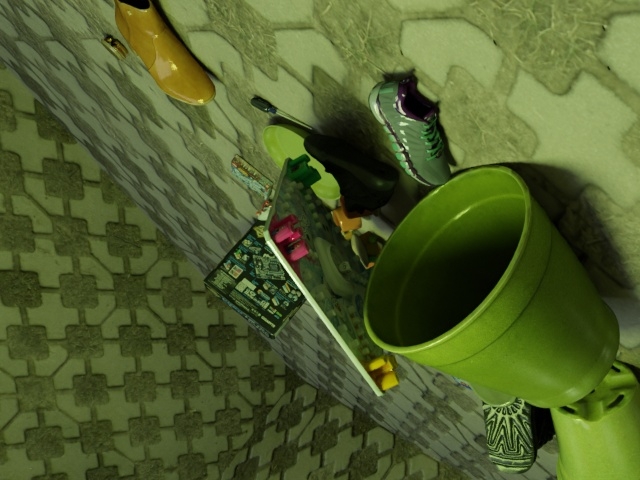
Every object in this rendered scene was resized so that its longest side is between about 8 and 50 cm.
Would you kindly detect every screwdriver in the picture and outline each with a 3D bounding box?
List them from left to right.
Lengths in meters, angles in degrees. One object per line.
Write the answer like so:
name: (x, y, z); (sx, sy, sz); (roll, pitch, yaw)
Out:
screwdriver: (-0.089, -0.284, 1.511); (0.170, 0.024, 0.025); (29, -173, 25)

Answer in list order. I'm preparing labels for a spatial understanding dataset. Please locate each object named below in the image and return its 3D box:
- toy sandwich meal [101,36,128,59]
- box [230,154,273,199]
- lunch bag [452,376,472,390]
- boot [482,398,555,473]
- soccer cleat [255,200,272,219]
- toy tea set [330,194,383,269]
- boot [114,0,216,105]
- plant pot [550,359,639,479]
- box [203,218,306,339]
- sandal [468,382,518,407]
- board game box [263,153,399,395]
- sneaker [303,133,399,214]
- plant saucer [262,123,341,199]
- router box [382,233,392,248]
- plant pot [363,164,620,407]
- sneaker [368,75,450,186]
toy sandwich meal: (-0.568, -0.531, 1.850); (0.085, 0.029, 0.085); (40, 173, 6)
box: (-0.200, -0.182, 1.949); (0.137, 0.027, 0.094); (39, 163, 2)
lunch bag: (0.455, 0.348, 1.795); (0.243, 0.115, 0.303); (48, 161, -29)
boot: (0.452, 0.325, 1.512); (0.131, 0.348, 0.260); (4, -174, 31)
soccer cleat: (-0.134, -0.082, 2.001); (0.076, 0.068, 0.196); (42, 159, -15)
toy tea set: (0.116, -0.024, 1.640); (0.336, 0.124, 0.200); (113, 135, -74)
boot: (-0.366, -0.450, 1.528); (0.295, 0.104, 0.211); (40, 162, 12)
plant pot: (0.610, 0.401, 1.434); (0.276, 0.276, 0.254); (12, 136, 55)
box: (-0.175, 0.119, 2.183); (0.295, 0.293, 0.073); (36, 160, 11)
sandal: (0.311, 0.205, 1.391); (0.120, 0.086, 0.302); (-30, 78, 35)
board game box: (0.038, 0.047, 1.323); (0.390, 0.050, 0.390); (56, -163, -20)
sneaker: (0.051, -0.135, 1.435); (0.227, 0.087, 0.130); (30, 132, 15)
plant saucer: (-0.034, -0.193, 1.591); (0.241, 0.037, 0.241); (36, 161, 14)
router box: (0.307, 0.115, 1.578); (0.309, 0.081, 0.243); (29, 158, 30)
plant pot: (0.328, 0.118, 1.193); (0.353, 0.366, 0.366); (36, 164, -23)
sneaker: (0.174, -0.180, 1.155); (0.223, 0.083, 0.098); (49, 155, -24)
